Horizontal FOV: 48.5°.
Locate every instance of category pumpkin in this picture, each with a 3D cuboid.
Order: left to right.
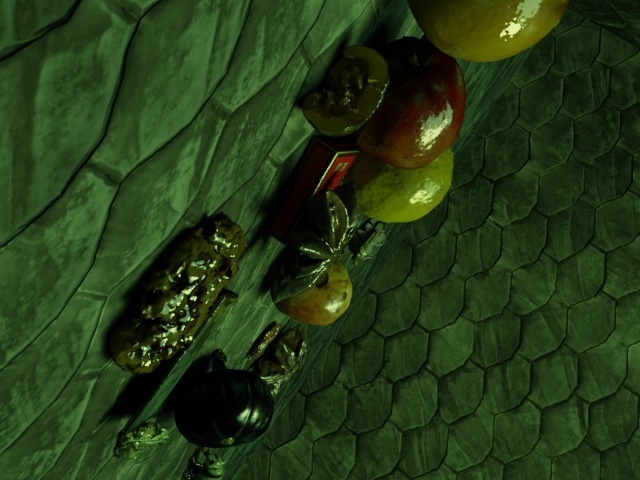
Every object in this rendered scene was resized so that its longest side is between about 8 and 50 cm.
[{"bbox_3d":[-0.241,0.393,1.785,0.248,0.248,0.248,-52,167,-17],"label":"pumpkin"},{"bbox_3d":[0.048,-0.264,1.329,0.183,0.119,0.107,-48,165,-8],"label":"pumpkin"}]

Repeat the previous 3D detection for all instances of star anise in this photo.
[{"bbox_3d":[-0.140,0.423,2.430,0.331,0.118,0.331,-56,173,-11],"label":"star anise"},{"bbox_3d":[-0.011,0.009,1.544,0.315,0.108,0.315,-48,167,-14],"label":"star anise"}]

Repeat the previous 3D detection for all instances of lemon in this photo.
[{"bbox_3d":[0.181,-0.174,1.717,0.293,0.293,0.293,-52,167,-17],"label":"lemon"}]

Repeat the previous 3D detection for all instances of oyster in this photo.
[{"bbox_3d":[-0.411,0.459,1.627,0.125,0.064,0.177,-28,164,-35],"label":"oyster"}]

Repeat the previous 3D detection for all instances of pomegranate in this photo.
[{"bbox_3d":[-0.029,0.124,1.876,0.215,0.215,0.215,-52,167,-17],"label":"pomegranate"}]

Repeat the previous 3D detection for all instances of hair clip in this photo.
[{"bbox_3d":[0.170,-0.006,2.514,0.084,0.106,0.292,-49,178,37],"label":"hair clip"}]

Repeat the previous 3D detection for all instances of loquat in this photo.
[{"bbox_3d":[0.306,-0.486,1.282,0.328,0.328,0.328,-52,167,-17],"label":"loquat"}]

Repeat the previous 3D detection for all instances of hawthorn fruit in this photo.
[{"bbox_3d":[0.176,-0.295,1.454,0.254,0.254,0.300,-53,164,-11],"label":"hawthorn fruit"}]

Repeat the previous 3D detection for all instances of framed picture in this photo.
[{"bbox_3d":[-0.292,0.254,1.535,0.347,0.016,0.265,-54,178,-5],"label":"framed picture"}]

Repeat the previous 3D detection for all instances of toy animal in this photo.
[{"bbox_3d":[-0.387,0.781,2.415,0.094,0.121,0.225,-40,159,-51],"label":"toy animal"}]

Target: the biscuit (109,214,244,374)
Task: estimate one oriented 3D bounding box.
[{"bbox_3d":[-0.241,0.104,1.287,0.334,0.081,0.289,-52,168,-25],"label":"biscuit"}]

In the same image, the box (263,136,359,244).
[{"bbox_3d":[-0.019,-0.113,1.579,0.239,0.074,0.153,-60,162,18],"label":"box"}]

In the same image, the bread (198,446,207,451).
[{"bbox_3d":[-0.333,0.578,2.207,0.140,0.069,0.128,-42,163,-45],"label":"bread"}]

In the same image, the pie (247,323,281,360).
[{"bbox_3d":[-0.169,0.307,2.207,0.170,0.034,0.092,-45,168,-38],"label":"pie"}]

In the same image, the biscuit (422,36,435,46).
[{"bbox_3d":[0.281,-0.454,1.850,0.220,0.066,0.220,-48,164,-19],"label":"biscuit"}]
